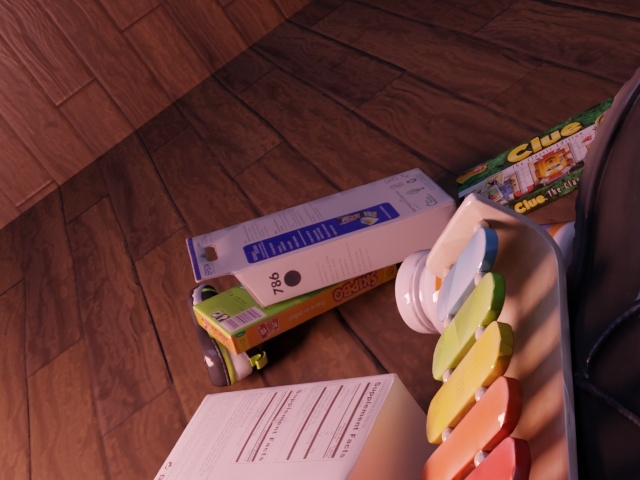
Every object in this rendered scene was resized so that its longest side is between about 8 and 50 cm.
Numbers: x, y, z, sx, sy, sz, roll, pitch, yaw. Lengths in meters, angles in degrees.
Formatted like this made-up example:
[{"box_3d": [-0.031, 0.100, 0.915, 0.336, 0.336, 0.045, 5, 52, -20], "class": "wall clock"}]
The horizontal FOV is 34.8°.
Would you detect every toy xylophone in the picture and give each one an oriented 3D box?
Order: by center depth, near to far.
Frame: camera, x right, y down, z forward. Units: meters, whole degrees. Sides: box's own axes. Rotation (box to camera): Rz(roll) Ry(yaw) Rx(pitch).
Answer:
[{"box_3d": [0.123, 0.139, 0.801, 0.236, 0.081, 0.323, 112, 167, -45], "class": "toy xylophone"}]

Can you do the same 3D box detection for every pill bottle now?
[{"box_3d": [0.183, 0.048, 1.031, 0.216, 0.121, 0.121, -7, 37, 48], "class": "pill bottle"}]

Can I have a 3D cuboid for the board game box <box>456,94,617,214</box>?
[{"box_3d": [0.292, -0.098, 1.269, 0.259, 0.030, 0.136, -28, 23, 17], "class": "board game box"}]

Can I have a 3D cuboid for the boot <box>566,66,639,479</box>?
[{"box_3d": [0.287, 0.061, 0.625, 0.445, 0.146, 0.367, -123, 47, -78], "class": "boot"}]

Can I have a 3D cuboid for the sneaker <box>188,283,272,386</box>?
[{"box_3d": [-0.114, 0.122, 1.362, 0.097, 0.084, 0.235, -18, 27, -6], "class": "sneaker"}]

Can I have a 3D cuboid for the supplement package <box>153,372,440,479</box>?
[{"box_3d": [-0.015, 0.225, 0.946, 0.244, 0.139, 0.134, -12, 34, 39], "class": "supplement package"}]

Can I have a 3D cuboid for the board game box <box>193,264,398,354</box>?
[{"box_3d": [-0.022, 0.059, 1.300, 0.259, 0.039, 0.124, -27, 25, -20], "class": "board game box"}]

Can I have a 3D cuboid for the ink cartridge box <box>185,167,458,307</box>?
[{"box_3d": [0.000, 0.000, 1.302, 0.332, 0.065, 0.165, -16, 22, -5], "class": "ink cartridge box"}]
